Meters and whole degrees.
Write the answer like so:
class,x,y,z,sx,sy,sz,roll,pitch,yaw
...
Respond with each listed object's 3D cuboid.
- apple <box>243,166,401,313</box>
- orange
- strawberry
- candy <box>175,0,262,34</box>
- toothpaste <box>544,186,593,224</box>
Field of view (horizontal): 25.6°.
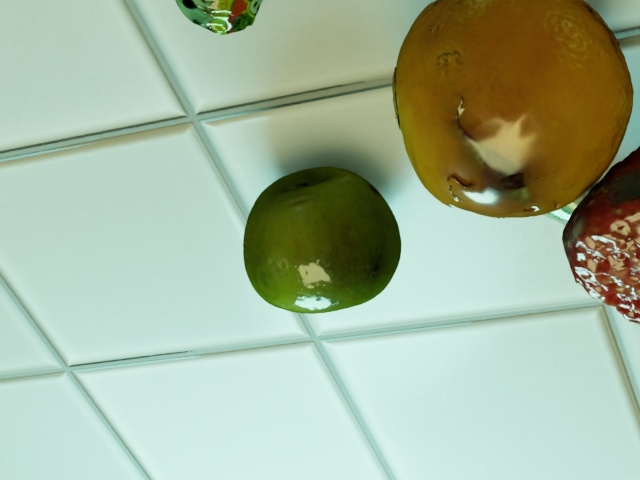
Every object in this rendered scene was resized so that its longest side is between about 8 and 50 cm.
class,x,y,z,sx,sy,sz,roll,pitch,yaw
apple,0.000,0.000,1.653,0.196,0.196,0.157,-9,109,22
orange,0.188,-0.142,1.414,0.246,0.246,0.246,7,136,7
strawberry,0.416,-0.029,1.459,0.310,0.292,0.292,27,135,-9
candy,-0.204,-0.305,1.486,0.305,0.083,0.091,24,153,1
toothpaste,0.292,-0.046,1.632,0.314,0.056,0.058,23,96,-5
